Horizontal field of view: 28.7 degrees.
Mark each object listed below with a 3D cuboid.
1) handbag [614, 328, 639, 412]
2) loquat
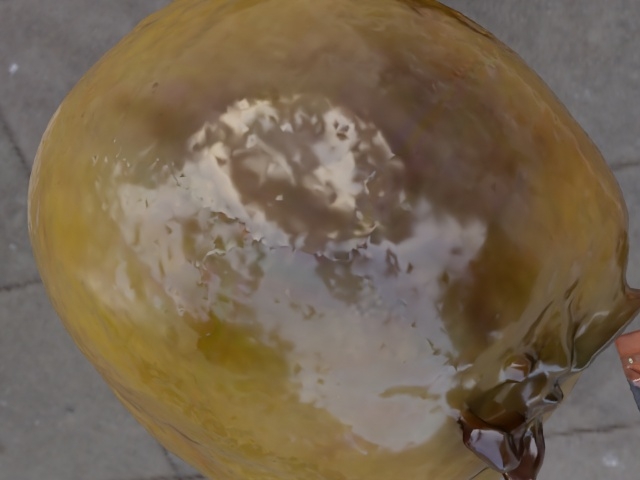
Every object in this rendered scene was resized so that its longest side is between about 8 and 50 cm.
[{"bbox_3d":[0.354,0.122,1.115,0.190,0.063,0.127,-30,79,60],"label":"handbag"},{"bbox_3d":[0.000,0.000,0.493,0.238,0.193,0.238,31,149,21],"label":"loquat"}]
